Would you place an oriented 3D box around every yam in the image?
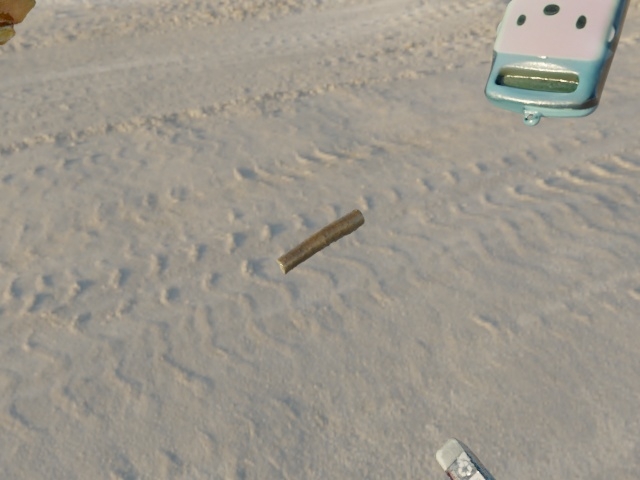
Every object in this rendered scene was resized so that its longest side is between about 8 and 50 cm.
[{"bbox_3d":[0.000,0.000,1.150,0.145,0.032,0.032,-33,32,-19],"label":"yam"}]

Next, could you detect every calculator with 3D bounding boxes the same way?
[{"bbox_3d":[0.336,-0.296,1.125,0.173,0.293,0.051,14,-10,31],"label":"calculator"}]

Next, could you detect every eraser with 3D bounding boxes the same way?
[{"bbox_3d":[0.123,0.190,0.587,0.019,0.027,0.099,20,25,-49],"label":"eraser"}]

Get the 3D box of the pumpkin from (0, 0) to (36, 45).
[{"bbox_3d":[-0.469,-0.185,0.921,0.280,0.190,0.139,-11,1,4],"label":"pumpkin"}]
